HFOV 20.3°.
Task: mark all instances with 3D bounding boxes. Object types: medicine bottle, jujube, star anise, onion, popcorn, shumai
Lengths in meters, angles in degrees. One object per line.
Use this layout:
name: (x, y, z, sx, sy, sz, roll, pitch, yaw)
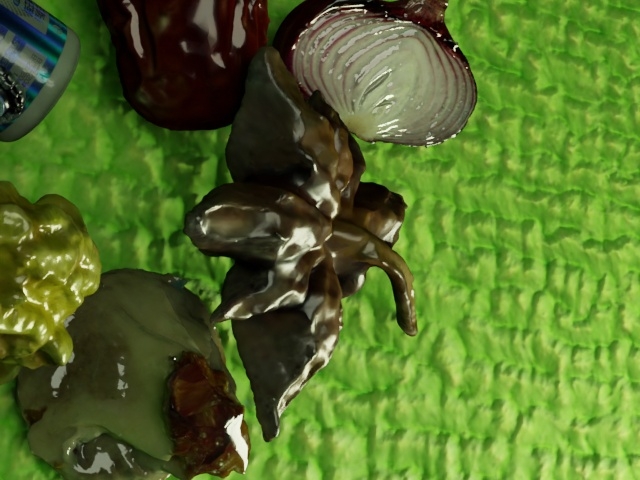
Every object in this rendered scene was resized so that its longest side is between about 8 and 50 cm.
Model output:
medicine bottle: (-0.289, -0.167, 1.375, 0.191, 0.107, 0.107, 35, 65, -26)
jujube: (-0.115, -0.206, 1.476, 0.155, 0.155, 0.230, -6, 91, -35)
star anise: (-0.002, 0.001, 1.490, 0.292, 0.109, 0.349, -44, 131, -37)
onion: (0.047, -0.167, 1.607, 0.206, 0.098, 0.151, 28, 92, -31)
popcorn: (-0.264, 0.026, 1.325, 0.197, 0.197, 0.155, 24, 71, -30)
shumai: (-0.137, 0.118, 1.432, 0.201, 0.120, 0.201, 3, 84, -35)

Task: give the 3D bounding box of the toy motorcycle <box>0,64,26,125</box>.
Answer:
toy motorcycle: (-0.316, -0.123, 1.296, 0.076, 0.205, 0.114, -71, 151, -46)
